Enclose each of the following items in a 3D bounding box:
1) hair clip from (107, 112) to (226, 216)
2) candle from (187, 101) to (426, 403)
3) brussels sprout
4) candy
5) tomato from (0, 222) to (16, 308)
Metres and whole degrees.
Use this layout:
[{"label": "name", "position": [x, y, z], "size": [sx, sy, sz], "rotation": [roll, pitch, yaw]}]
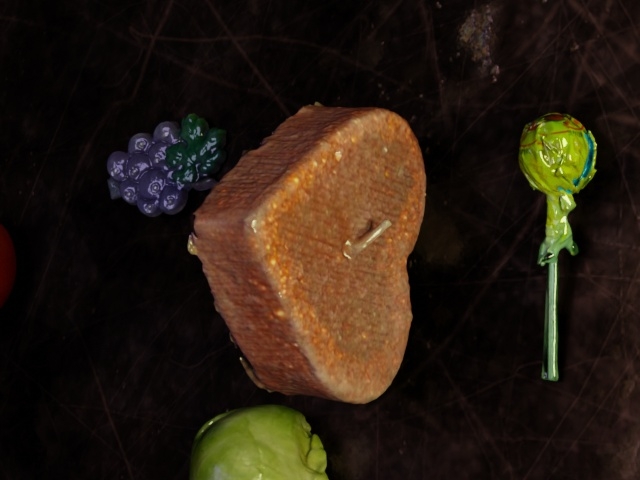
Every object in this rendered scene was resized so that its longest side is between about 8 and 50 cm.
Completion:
[{"label": "hair clip", "position": [-0.194, -0.091, 1.832], "size": [0.195, 0.052, 0.124], "rotation": [-22, 75, 30]}, {"label": "candle", "position": [0.000, 0.000, 1.454], "size": [0.131, 0.287, 0.317], "rotation": [1, 78, 39]}, {"label": "brussels sprout", "position": [-0.072, 0.267, 1.558], "size": [0.131, 0.145, 0.183], "rotation": [116, 147, -50]}, {"label": "candy", "position": [0.229, 0.006, 1.385], "size": [0.073, 0.077, 0.262], "rotation": [-179, 90, -67]}, {"label": "tomato", "position": [-0.521, 0.042, 2.042], "size": [0.195, 0.136, 0.195], "rotation": [-13, 71, 44]}]
